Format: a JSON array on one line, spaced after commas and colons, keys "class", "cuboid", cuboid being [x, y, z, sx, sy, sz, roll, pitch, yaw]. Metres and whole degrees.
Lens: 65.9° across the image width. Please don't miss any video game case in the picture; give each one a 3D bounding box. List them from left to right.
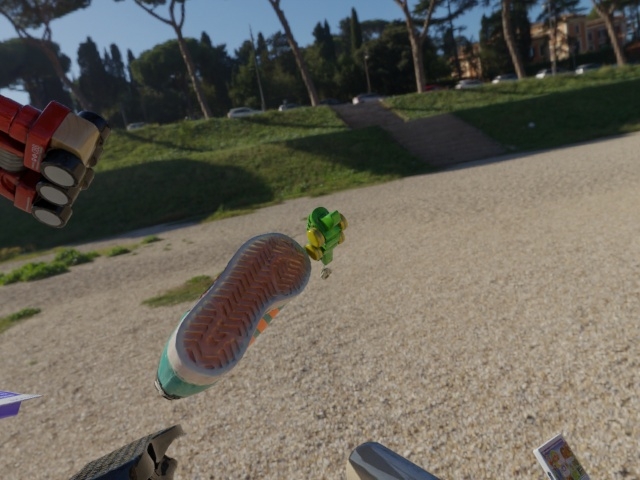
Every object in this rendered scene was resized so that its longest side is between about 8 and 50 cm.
[{"class": "video game case", "cuboid": [0.370, 0.354, 0.724, 0.087, 0.122, 0.011, -1, -35, -42]}]

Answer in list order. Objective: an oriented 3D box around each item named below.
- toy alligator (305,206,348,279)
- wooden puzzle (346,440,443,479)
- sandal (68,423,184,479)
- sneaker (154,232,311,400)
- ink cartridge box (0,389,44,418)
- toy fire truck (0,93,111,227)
[{"class": "toy alligator", "cuboid": [0.000, 0.000, 0.749, 0.056, 0.051, 0.190, -34, -22, -22]}, {"class": "wooden puzzle", "cuboid": [0.171, 0.407, 0.493, 0.080, 0.348, 0.322, -16, 13, -34]}, {"class": "sandal", "cuboid": [-0.345, 0.432, 0.900, 0.167, 0.107, 0.446, -20, -9, -9]}, {"class": "sneaker", "cuboid": [-0.119, 0.092, 0.673, 0.121, 0.108, 0.302, -42, 3, 36]}, {"class": "ink cartridge box", "cuboid": [-0.600, 0.271, 0.778, 0.208, 0.045, 0.206, 0, -6, 19]}, {"class": "toy fire truck", "cuboid": [-0.490, -0.137, 0.762, 0.246, 0.159, 0.217, 28, -37, -20]}]
